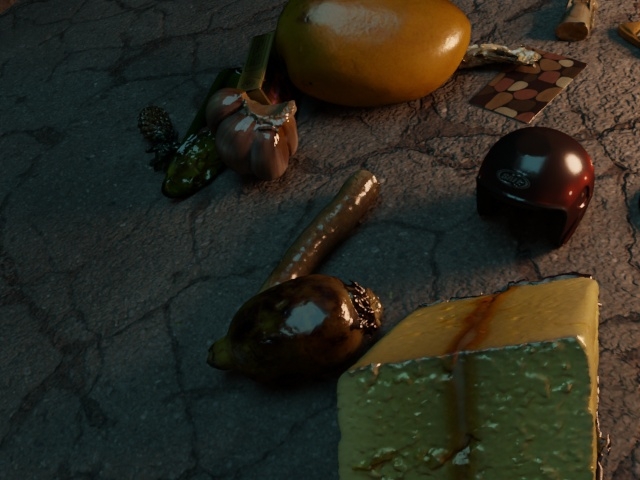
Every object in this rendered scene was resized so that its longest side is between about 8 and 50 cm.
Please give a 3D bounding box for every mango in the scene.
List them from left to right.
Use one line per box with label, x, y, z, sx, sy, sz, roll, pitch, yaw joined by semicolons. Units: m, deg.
mango;0.114;-0.456;1.450;0.446;0.232;0.299;4;78;7

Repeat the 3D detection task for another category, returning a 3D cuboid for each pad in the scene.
pad;0.465;-0.352;1.411;0.235;0.003;0.158;-42;50;-19

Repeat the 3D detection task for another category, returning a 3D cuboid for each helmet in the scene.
helmet;0.376;-0.101;1.107;0.189;0.193;0.216;29;22;35

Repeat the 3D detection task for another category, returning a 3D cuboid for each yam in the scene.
yam;0.000;0.000;1.207;0.081;0.081;0.356;20;59;32

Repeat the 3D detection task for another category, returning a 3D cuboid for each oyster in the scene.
oyster;0.409;-0.424;1.470;0.200;0.061;0.106;25;39;37

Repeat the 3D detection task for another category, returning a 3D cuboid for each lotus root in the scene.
lotus root;-0.044;0.149;1.041;0.314;0.141;0.169;-20;49;1

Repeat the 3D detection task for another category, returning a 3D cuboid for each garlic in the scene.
garlic;-0.158;-0.222;1.372;0.214;0.191;0.160;15;54;3

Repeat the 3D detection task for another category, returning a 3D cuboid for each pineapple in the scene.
pineapple;-0.406;-0.263;1.571;0.103;0.083;0.221;-35;47;3

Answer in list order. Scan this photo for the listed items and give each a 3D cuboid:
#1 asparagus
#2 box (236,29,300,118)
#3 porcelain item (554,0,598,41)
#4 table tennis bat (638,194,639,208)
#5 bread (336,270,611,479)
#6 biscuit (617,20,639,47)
asparagus;-0.255;-0.255;1.499;0.129;0.108;0.381;5;53;21
box;-0.117;-0.371;1.513;0.071;0.159;0.240;-13;45;22
porcelain item;0.623;-0.558;1.507;0.084;0.054;0.213;13;54;26
table tennis bat;0.670;-0.058;1.069;0.237;0.027;0.150;8;52;27
bread;0.243;0.211;0.936;0.346;0.241;0.405;-6;6;22
biscuit;0.768;-0.440;1.372;0.162;0.035;0.250;-41;48;-24
